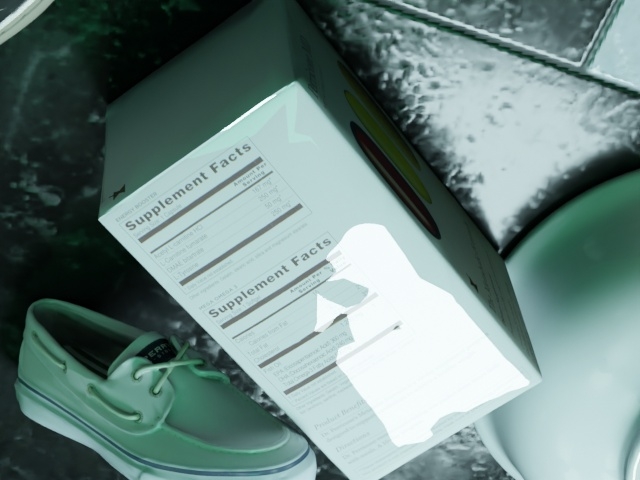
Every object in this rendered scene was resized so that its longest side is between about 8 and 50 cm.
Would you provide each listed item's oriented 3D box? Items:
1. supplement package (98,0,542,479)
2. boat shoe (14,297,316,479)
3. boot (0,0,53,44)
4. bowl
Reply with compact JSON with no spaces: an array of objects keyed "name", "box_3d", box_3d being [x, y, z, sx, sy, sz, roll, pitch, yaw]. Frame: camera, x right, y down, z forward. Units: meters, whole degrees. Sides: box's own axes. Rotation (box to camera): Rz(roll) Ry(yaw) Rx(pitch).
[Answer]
[{"name":"supplement package","box_3d":[0.000,0.000,0.920,0.134,0.139,0.244,-33,119,14]},{"name":"boat shoe","box_3d":[-0.102,0.092,0.942,0.226,0.083,0.076,14,117,32]},{"name":"boot","box_3d":[-0.256,-0.134,0.712,0.377,0.284,0.138,-37,85,12]},{"name":"bowl","box_3d":[0.249,0.104,1.015,0.298,0.134,0.298,-3,120,-5]}]
